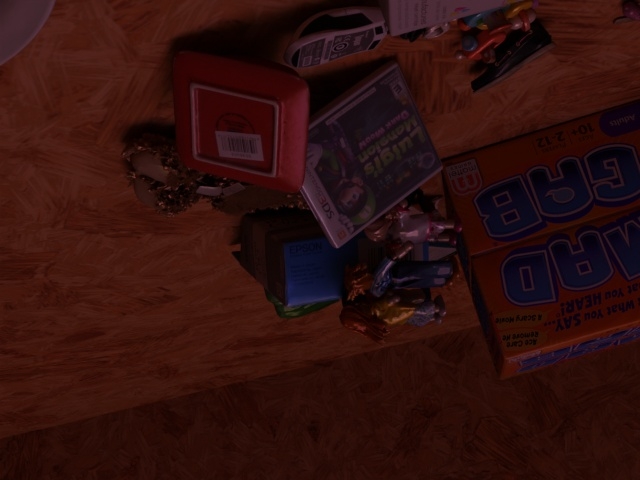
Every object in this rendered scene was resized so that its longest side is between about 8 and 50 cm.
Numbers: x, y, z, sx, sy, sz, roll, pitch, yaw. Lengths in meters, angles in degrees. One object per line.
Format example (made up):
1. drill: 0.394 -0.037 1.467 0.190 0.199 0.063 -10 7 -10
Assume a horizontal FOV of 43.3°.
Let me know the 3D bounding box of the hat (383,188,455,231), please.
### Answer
1. hat: 0.127 -0.046 1.308 0.173 0.184 0.208 -19 161 11

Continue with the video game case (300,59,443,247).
1. video game case: 0.056 -0.109 1.046 0.190 0.022 0.173 -37 122 -11

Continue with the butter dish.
1. butter dish: -0.079 -0.155 0.934 0.160 0.118 0.160 13 131 9

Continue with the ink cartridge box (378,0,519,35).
1. ink cartridge box: 0.152 -0.291 0.744 0.212 0.093 0.154 -16 162 0

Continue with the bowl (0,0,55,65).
1. bowl: -0.330 -0.218 0.517 0.297 0.134 0.298 -13 161 -5

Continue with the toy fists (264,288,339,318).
1. toy fists: -0.049 0.096 1.754 0.142 0.096 0.279 -24 161 -2

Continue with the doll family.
1. doll family: 0.107 0.067 1.162 0.163 0.118 0.263 -2 139 -14

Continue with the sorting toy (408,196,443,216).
1. sorting toy: 0.205 -0.058 1.575 0.075 0.045 0.083 -25 153 -22

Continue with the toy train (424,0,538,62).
1. toy train: 0.196 -0.243 0.949 0.125 0.046 0.166 -33 168 30

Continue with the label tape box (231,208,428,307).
1. label tape box: 0.000 0.000 1.407 0.249 0.115 0.347 -8 -163 -19

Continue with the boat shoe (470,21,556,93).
1. boat shoe: 0.248 -0.238 1.065 0.049 0.042 0.133 -33 180 -44

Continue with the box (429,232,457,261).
1. box: 0.197 0.006 1.720 0.244 0.060 0.100 4 155 -44

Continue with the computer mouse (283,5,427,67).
1. computer mouse: 0.046 -0.242 0.897 0.193 0.042 0.106 -16 168 -13

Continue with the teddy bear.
1. teddy bear: -0.105 -0.107 1.113 0.338 0.113 0.245 -8 155 3

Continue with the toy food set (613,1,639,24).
1. toy food set: 0.425 -0.308 1.022 0.078 0.019 0.122 -11 162 -10

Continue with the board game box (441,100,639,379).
1. board game box: 0.447 0.021 1.481 0.356 0.356 0.356 -17 162 6
